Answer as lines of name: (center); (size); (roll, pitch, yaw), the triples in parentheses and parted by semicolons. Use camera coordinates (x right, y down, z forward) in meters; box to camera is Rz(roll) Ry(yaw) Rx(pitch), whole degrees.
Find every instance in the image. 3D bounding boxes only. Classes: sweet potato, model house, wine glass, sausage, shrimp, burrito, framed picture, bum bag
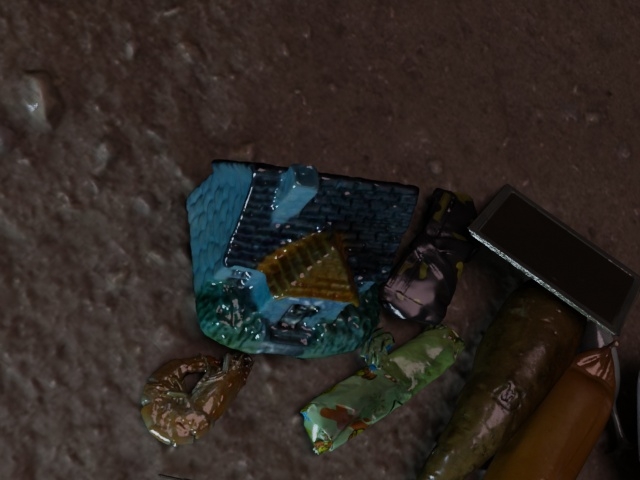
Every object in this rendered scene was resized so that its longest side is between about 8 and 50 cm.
sweet potato: (0.256, 0.192, 1.631); (0.130, 0.130, 0.423); (44, 61, -12)
model house: (0.000, 0.000, 1.468); (0.261, 0.241, 0.226); (4, 63, -28)
wine glass: (0.425, 0.214, 1.759); (0.066, 0.066, 0.198); (-8, 79, -30)
sausage: (0.334, 0.266, 1.666); (0.112, 0.112, 0.328); (45, 61, -11)
shrimp: (-0.149, 0.180, 1.475); (0.099, 0.041, 0.180); (45, 61, 6)
burrito: (0.079, 0.178, 1.586); (0.288, 0.054, 0.104); (-29, 90, -30)
framed picture: (0.340, 0.025, 1.696); (0.252, 0.014, 0.197); (36, 32, 8)
bum bag: (0.163, 0.022, 1.663); (0.106, 0.060, 0.232); (38, 62, -7)

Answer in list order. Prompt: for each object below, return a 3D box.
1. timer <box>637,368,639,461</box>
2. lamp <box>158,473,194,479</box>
timer: (0.554, 0.284, 1.763); (0.262, 0.087, 0.237); (22, 64, -45)
lamp: (-0.177, 0.343, 1.416); (0.054, 0.041, 0.121); (25, 69, -30)
